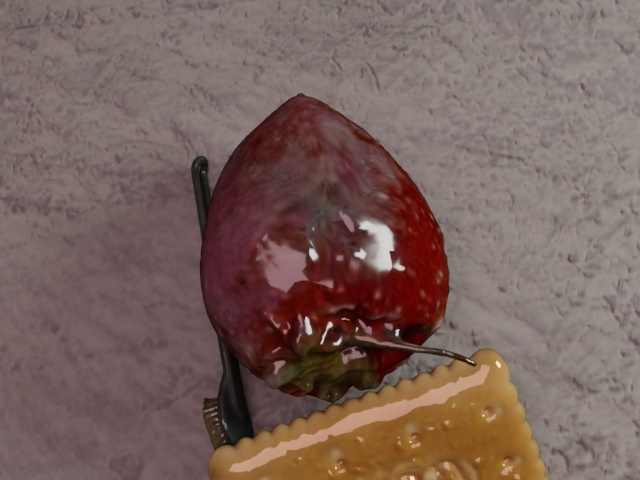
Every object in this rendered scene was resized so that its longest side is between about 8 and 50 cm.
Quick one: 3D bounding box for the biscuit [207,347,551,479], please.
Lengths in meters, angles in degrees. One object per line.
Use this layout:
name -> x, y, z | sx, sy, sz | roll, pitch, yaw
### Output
biscuit -> 0.050, 0.195, 0.844 | 0.249, 0.030, 0.160 | -20, 97, 6

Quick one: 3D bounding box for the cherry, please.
cherry -> 0.000, 0.000, 0.847 | 0.192, 0.175, 0.250 | -10, 75, 0

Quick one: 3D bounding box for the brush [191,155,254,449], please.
brush -> -0.090, 0.053, 0.922 | 0.027, 0.062, 0.266 | -15, 71, 14
